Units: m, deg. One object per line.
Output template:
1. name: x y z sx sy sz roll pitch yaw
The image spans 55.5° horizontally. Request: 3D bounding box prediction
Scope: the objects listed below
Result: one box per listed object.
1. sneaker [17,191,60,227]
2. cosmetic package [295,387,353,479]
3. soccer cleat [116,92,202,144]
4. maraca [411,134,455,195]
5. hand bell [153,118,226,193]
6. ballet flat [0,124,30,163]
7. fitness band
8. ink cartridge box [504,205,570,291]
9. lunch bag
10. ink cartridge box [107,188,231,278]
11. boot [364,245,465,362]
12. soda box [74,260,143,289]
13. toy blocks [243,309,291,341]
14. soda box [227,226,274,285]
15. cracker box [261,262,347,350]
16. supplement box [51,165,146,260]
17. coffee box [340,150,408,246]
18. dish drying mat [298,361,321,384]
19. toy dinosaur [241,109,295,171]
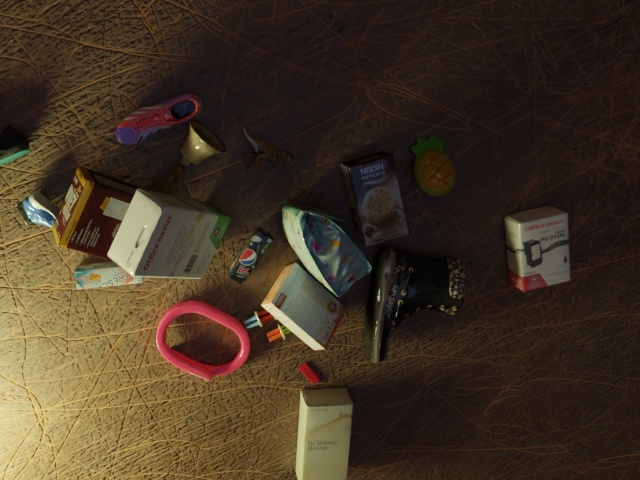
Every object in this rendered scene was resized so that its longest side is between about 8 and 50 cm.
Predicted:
1. sneaker: -0.752 -0.059 1.656 0.084 0.058 0.152 -27 129 17
2. cosmetic package: 0.010 0.647 1.990 0.160 0.113 0.309 0 107 -12
3. soccer cleat: -0.432 -0.326 1.624 0.248 0.095 0.083 -24 108 -5
4. maraca: 0.337 -0.224 1.820 0.127 0.099 0.186 -12 82 -14
5. hand bell: -0.385 -0.204 1.683 0.126 0.126 0.242 40 108 -19
6. ballet flat: -0.892 -0.204 1.571 0.280 0.095 0.096 -35 100 -11
7. fitness band: -0.353 0.303 1.848 0.291 0.054 0.209 30 95 -19
8. ink cartridge box: 0.700 0.025 1.962 0.172 0.100 0.237 -13 108 -9
9. lunch bag: 0.000 0.000 1.742 0.160 0.223 0.262 -39 108 -5
10. ink cartridge box: -0.397 -0.012 1.627 0.117 0.278 0.201 31 100 26
11. boot: 0.293 0.209 1.916 0.284 0.138 0.377 4 100 -13
12. soda box: -0.596 0.094 1.726 0.183 0.063 0.058 -6 107 -10
13. toy blocks: -0.151 0.259 1.873 0.148 0.054 0.123 -23 109 -5
14. soda box: -0.208 0.045 1.797 0.053 0.060 0.169 33 97 -18
15. cracker box: -0.046 0.200 1.834 0.232 0.067 0.156 44 57 -20
16. supplement box: -0.577 -0.065 1.622 0.194 0.129 0.191 21 101 -36
17. coffee box: 0.160 -0.125 1.806 0.141 0.098 0.247 -17 109 -7
18. dish drying mat: -0.035 0.431 1.972 0.032 0.008 0.083 -40 109 1
19. toy dinosaur: -0.172 -0.262 1.726 0.211 0.064 0.112 32 81 -28
